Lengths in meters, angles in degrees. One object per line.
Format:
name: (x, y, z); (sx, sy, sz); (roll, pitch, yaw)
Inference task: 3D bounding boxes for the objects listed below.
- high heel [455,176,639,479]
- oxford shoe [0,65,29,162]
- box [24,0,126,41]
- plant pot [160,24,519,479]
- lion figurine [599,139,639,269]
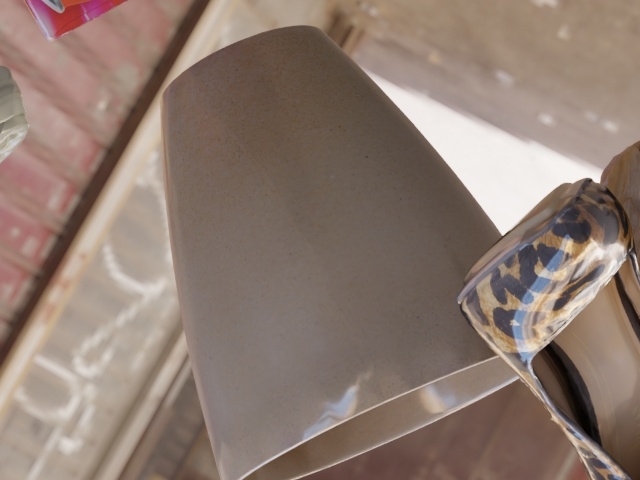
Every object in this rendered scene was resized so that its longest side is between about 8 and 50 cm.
high heel: (0.154, 0.069, 0.899); (0.186, 0.093, 0.261); (48, 172, 12)
oxford shoe: (-0.343, 0.002, 0.826); (0.130, 0.449, 0.169); (58, 155, 1)
box: (-0.161, -0.240, 1.233); (0.128, 0.123, 0.257); (62, -179, -24)
plant pot: (0.000, 0.000, 1.309); (0.256, 0.257, 0.274); (64, -178, -78)
lion figurine: (0.313, -0.029, 1.218); (0.392, 0.240, 0.142); (10, 171, -39)
